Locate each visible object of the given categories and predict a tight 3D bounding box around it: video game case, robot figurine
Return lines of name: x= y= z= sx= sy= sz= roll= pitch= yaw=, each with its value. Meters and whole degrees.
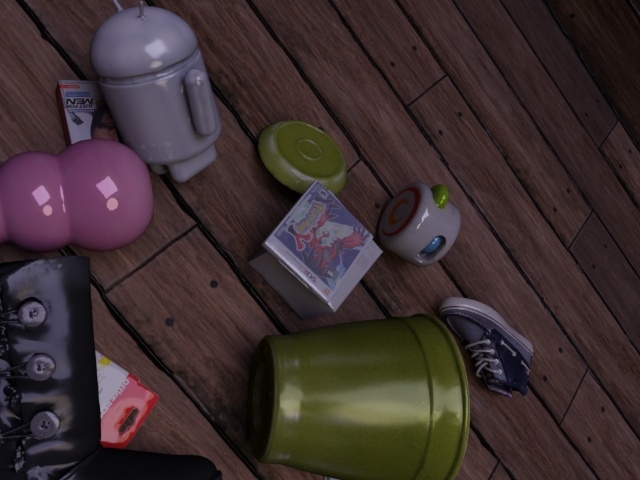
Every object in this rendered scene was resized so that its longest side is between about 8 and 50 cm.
video game case: x=0.000 y=0.000 z=1.160 sx=0.183 sy=0.023 sz=0.201 roll=44 pitch=57 yaw=-12
robot figurine: x=-0.313 y=-0.289 z=1.068 sx=0.200 sy=0.299 sz=0.354 roll=-46 pitch=140 yaw=-35

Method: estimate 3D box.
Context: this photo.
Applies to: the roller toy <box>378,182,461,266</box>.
roller toy: x=0.254 y=-0.036 z=1.410 sx=0.146 sy=0.209 sz=0.191 roll=31 pitch=75 yaw=-22

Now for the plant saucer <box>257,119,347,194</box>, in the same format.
plant saucer: x=-0.033 y=-0.209 z=1.326 sx=0.240 sy=0.037 sz=0.241 roll=18 pitch=48 yaw=-21

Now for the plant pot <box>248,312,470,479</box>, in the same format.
plant pot: x=0.047 y=0.318 z=1.109 sx=0.352 sy=0.366 sz=0.367 roll=7 pitch=72 yaw=-18

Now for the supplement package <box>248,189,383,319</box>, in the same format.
supplement package: x=-0.010 y=0.036 z=1.247 sx=0.194 sy=0.149 sz=0.203 roll=48 pitch=57 yaw=-10

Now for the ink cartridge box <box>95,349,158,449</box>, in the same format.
ink cartridge box: x=-0.421 y=0.266 z=0.970 sx=0.231 sy=0.078 sz=0.134 roll=41 pitch=60 yaw=-15

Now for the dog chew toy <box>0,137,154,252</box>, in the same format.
dog chew toy: x=-0.473 y=-0.071 z=0.972 sx=0.331 sy=0.206 sz=0.207 roll=-9 pitch=81 yaw=-25

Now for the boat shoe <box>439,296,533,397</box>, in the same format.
boat shoe: x=0.442 y=0.290 z=1.465 sx=0.340 sy=0.127 sz=0.158 roll=32 pitch=54 yaw=-21

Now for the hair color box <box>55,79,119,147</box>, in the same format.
hair color box: x=-0.465 y=-0.234 z=1.105 sx=0.093 sy=0.053 sz=0.167 roll=-10 pitch=83 yaw=-34

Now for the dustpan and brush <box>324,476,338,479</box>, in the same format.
dustpan and brush: x=0.071 y=0.594 z=1.200 sx=0.147 sy=0.060 sz=0.211 roll=12 pitch=63 yaw=-16

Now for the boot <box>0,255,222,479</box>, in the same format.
boot: x=-0.370 y=0.240 z=0.886 sx=0.366 sy=0.146 sz=0.446 roll=-8 pitch=78 yaw=-32
